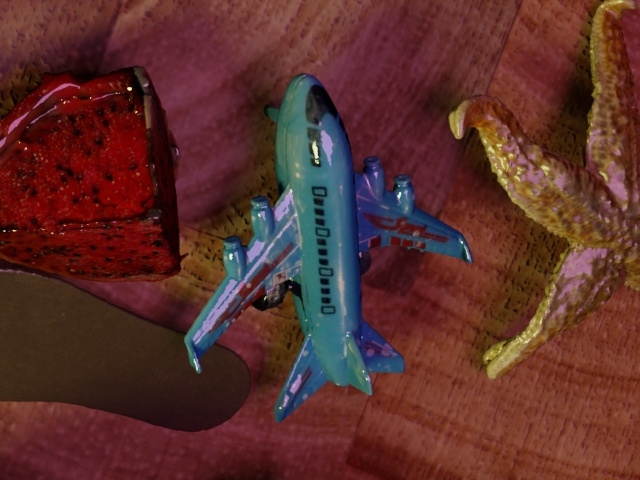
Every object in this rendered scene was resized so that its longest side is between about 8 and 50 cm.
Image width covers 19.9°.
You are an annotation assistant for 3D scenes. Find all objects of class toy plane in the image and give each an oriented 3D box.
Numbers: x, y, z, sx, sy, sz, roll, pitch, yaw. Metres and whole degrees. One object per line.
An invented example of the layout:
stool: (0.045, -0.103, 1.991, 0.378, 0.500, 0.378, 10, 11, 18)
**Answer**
toy plane: (0.000, 0.000, 1.386, 0.254, 0.105, 0.271, -20, 111, -26)

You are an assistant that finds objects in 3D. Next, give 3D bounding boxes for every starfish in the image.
starfish: (0.232, -0.024, 1.526, 0.375, 0.094, 0.327, 39, 80, -37)

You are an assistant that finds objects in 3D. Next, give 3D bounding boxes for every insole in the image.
insole: (-0.187, 0.083, 1.340, 0.328, 0.007, 0.111, 18, 111, -34)

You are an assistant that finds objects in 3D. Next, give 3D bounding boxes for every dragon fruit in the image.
dragon fruit: (-0.178, -0.039, 1.295, 0.161, 0.127, 0.120, -6, 63, -5)
